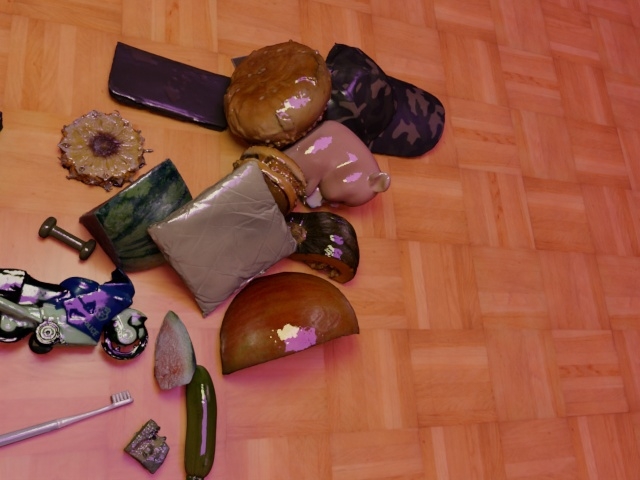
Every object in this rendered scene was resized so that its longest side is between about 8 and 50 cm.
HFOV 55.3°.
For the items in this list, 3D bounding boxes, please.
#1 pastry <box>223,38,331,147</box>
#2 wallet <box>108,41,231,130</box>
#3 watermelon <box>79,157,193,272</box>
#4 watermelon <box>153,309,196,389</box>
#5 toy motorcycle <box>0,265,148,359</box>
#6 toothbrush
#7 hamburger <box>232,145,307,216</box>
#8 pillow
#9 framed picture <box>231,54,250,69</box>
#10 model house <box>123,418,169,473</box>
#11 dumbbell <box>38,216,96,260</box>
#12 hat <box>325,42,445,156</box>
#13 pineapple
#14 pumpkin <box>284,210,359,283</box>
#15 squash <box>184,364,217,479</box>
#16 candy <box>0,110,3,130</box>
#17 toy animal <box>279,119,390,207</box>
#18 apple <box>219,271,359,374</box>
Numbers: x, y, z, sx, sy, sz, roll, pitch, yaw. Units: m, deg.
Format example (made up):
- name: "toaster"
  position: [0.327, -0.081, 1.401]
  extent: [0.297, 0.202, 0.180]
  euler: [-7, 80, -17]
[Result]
- name: "pastry"
  position: [-0.101, -0.353, 1.545]
  extent: [0.184, 0.284, 0.316]
  euler: [60, 23, -45]
- name: "wallet"
  position: [-0.371, -0.385, 1.542]
  extent: [0.309, 0.042, 0.165]
  euler: [13, 68, -24]
- name: "watermelon"
  position: [-0.401, -0.075, 1.344]
  extent: [0.201, 0.262, 0.213]
  euler: [37, 60, 24]
- name: "watermelon"
  position: [-0.315, 0.242, 1.334]
  extent: [0.094, 0.081, 0.180]
  euler: [-3, 54, -4]
- name: "toy motorcycle"
  position: [-0.512, 0.134, 1.254]
  extent: [0.330, 0.125, 0.197]
  euler: [14, 65, -23]
- name: "toothbrush"
  position: [-0.542, 0.365, 1.206]
  extent: [0.342, 0.025, 0.030]
  euler: [-15, 72, -28]
- name: "hamburger"
  position: [-0.131, -0.142, 1.486]
  extent: [0.182, 0.190, 0.118]
  euler: [51, 51, -23]
- name: "pillow"
  position: [-0.210, -0.004, 1.369]
  extent: [0.280, 0.076, 0.274]
  euler: [-36, 129, -15]
- name: "framed picture"
  position: [-0.194, -0.479, 1.679]
  extent: [0.089, 0.006, 0.066]
  euler: [-22, 83, -29]
- name: "model house"
  position: [-0.346, 0.423, 1.252]
  extent: [0.083, 0.066, 0.079]
  euler: [43, 62, -6]
- name: "dumbbell"
  position: [-0.547, -0.004, 1.324]
  extent: [0.117, 0.046, 0.052]
  euler: [32, 57, -11]
- name: "hat"
  position: [0.188, -0.403, 1.726]
  extent: [0.381, 0.257, 0.367]
  euler: [0, 73, -5]
- name: "pineapple"
  position: [-0.499, -0.215, 1.422]
  extent: [0.221, 0.047, 0.221]
  euler: [9, 67, -22]
- name: "pumpkin"
  position: [-0.003, -0.003, 1.528]
  extent: [0.247, 0.126, 0.131]
  euler: [23, 62, -15]
- name: "squash"
  position: [-0.255, 0.393, 1.304]
  extent: [0.069, 0.069, 0.258]
  euler: [5, 70, -23]
- name: "candy"
  position: [-0.779, -0.159, 1.264]
  extent: [0.088, 0.061, 0.313]
  euler: [29, 63, -14]
- name: "toy animal"
  position: [0.029, -0.182, 1.571]
  extent: [0.213, 0.195, 0.256]
  euler: [-43, 103, 8]
- name: "apple"
  position: [-0.076, 0.191, 1.427]
  extent: [0.345, 0.254, 0.179]
  euler: [-14, 121, -27]
